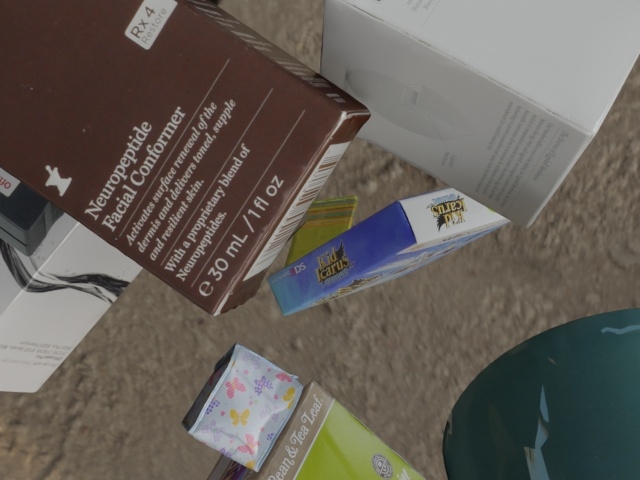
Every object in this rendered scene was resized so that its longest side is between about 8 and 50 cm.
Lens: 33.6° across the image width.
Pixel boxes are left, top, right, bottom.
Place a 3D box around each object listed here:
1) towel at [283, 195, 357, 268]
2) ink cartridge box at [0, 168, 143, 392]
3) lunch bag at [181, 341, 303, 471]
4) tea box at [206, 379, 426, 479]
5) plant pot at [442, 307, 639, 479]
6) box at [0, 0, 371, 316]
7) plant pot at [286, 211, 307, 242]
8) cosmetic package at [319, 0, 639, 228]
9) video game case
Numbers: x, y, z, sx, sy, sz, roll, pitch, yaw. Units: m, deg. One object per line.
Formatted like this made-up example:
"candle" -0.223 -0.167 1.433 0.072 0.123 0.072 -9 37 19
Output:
"towel" 0.000 0.000 1.804 0.102 0.021 0.237 -7 34 16
"ink cartridge box" -0.327 -0.064 1.192 0.395 0.166 0.285 -49 66 9
"lunch bag" -0.062 0.135 0.872 0.071 0.053 0.083 31 86 -14
"tea box" -0.010 0.418 1.321 0.323 0.329 0.220 44 126 -6
"plant pot" 0.240 0.231 0.734 0.293 0.293 0.235 -9 40 8
"box" -0.170 -0.131 0.846 0.381 0.143 0.191 34 102 6
"plant pot" -0.076 -0.063 1.491 0.109 0.096 0.109 30 39 10
"cosmetic package" 0.128 -0.148 0.884 0.224 0.224 0.138 31 74 7
"video game case" 0.104 0.005 1.377 0.269 0.244 0.061 -31 77 46
